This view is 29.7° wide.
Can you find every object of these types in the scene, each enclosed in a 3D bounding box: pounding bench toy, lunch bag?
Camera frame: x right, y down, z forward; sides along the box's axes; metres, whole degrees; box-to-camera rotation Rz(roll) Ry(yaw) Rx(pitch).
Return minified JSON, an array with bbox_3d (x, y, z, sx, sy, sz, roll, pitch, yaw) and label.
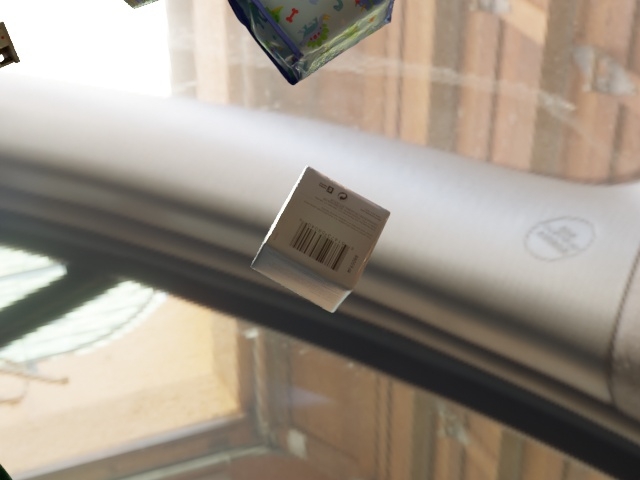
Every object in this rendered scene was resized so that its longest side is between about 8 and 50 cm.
[{"bbox_3d":[-0.402,-0.224,1.410,0.083,0.065,0.052,24,-43,56],"label":"pounding bench toy"},{"bbox_3d":[-0.020,-0.250,1.180,0.151,0.129,0.096,52,-14,10],"label":"lunch bag"}]

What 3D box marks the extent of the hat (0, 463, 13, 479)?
[{"bbox_3d":[-0.237,0.119,0.743,0.208,0.173,0.183,45,-56,8],"label":"hat"}]

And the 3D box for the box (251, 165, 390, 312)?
[{"bbox_3d":[0.000,0.000,1.230,0.102,0.101,0.087,-62,-178,-24],"label":"box"}]

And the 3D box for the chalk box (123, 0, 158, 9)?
[{"bbox_3d":[-0.193,-0.371,1.292,0.179,0.180,0.289,44,-3,-16],"label":"chalk box"}]
